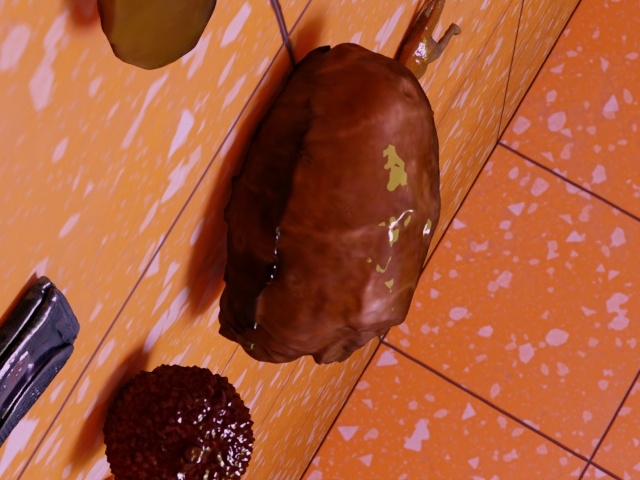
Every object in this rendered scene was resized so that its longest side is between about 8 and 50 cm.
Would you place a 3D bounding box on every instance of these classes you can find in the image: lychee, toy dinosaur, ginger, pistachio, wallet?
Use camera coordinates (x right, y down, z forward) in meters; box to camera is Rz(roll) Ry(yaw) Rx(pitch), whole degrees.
[{"bbox_3d":[-0.117,0.156,1.116,0.123,0.129,0.123,-7,101,-39],"label":"lychee"},{"bbox_3d":[0.100,-0.195,1.441,0.126,0.039,0.162,-57,169,-9],"label":"toy dinosaur"},{"bbox_3d":[0.000,0.000,1.126,0.165,0.172,0.321,-3,137,-31],"label":"ginger"},{"bbox_3d":[-0.068,-0.148,0.634,0.089,0.049,0.173,-29,160,-23],"label":"pistachio"},{"bbox_3d":[-0.183,0.089,0.812,0.129,0.026,0.088,-57,170,-20],"label":"wallet"}]
